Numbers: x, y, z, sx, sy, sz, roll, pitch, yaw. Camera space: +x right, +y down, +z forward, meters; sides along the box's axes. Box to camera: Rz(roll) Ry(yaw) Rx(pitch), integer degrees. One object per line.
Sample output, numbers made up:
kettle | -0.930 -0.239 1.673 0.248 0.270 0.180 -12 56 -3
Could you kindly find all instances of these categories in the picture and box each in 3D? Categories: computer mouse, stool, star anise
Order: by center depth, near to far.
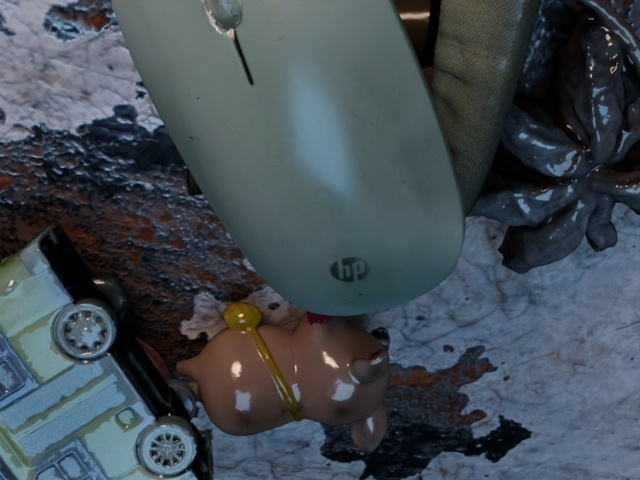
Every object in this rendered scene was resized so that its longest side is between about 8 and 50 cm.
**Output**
computer mouse | -0.012 -0.065 0.522 0.159 0.097 0.288 -16 126 20
stool | 0.023 -0.208 0.650 0.226 0.310 0.310 4 127 -6
star anise | 0.251 -0.087 0.883 0.359 0.139 0.316 14 117 -20

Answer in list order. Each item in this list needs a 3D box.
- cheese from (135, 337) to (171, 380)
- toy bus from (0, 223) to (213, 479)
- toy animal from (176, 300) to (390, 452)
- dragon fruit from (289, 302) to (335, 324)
cheese | -0.299 0.155 1.010 0.286 0.074 0.189 27 117 -22
toy bus | -0.257 0.157 0.892 0.190 0.152 0.312 -32 102 -1
toy animal | -0.042 0.154 1.017 0.248 0.149 0.165 -1 143 5
dragon fruit | 0.000 0.000 0.937 0.111 0.153 0.153 33 124 17
